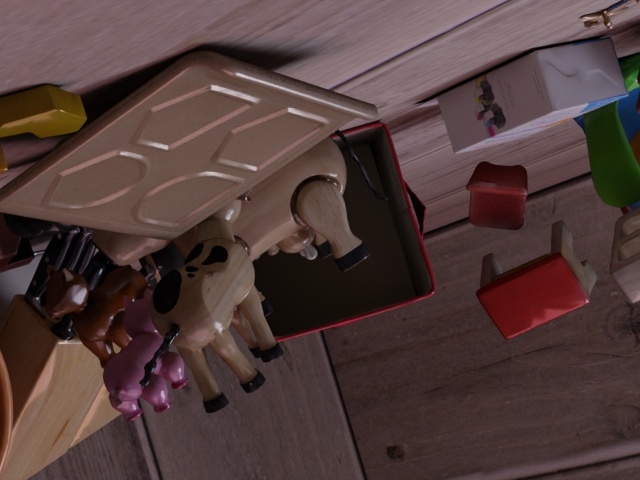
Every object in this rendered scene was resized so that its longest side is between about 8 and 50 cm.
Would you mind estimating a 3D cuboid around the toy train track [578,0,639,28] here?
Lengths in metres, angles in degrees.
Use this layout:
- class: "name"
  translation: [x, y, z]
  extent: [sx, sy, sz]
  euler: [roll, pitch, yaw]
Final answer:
- class: "toy train track"
  translation: [0.248, -0.189, 1.532]
  extent: [0.048, 0.014, 0.083]
  euler: [-15, 175, -28]

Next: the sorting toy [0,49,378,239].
- class: "sorting toy"
  translation: [-0.127, -0.073, 1.267]
  extent: [0.229, 0.041, 0.307]
  euler: [-28, 160, 26]

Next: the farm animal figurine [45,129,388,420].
- class: "farm animal figurine"
  translation: [-0.098, -0.003, 1.583]
  extent: [0.327, 0.172, 0.330]
  euler: [-35, -162, -23]

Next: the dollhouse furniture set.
- class: "dollhouse furniture set"
  translation: [0.292, -0.045, 1.782]
  extent: [0.374, 0.201, 0.152]
  euler: [-27, -162, 23]

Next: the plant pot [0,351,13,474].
- class: "plant pot"
  translation: [-0.482, 0.171, 1.826]
  extent: [0.291, 0.291, 0.203]
  euler: [-14, -168, -39]

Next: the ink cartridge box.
- class: "ink cartridge box"
  translation: [0.187, -0.131, 1.735]
  extent: [0.104, 0.061, 0.181]
  euler: [-14, 176, -37]

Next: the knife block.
- class: "knife block"
  translation: [-0.292, 0.114, 1.914]
  extent: [0.275, 0.088, 0.242]
  euler: [-34, 142, -18]

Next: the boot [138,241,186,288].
- class: "boot"
  translation: [-0.142, -0.008, 2.103]
  extent: [0.137, 0.077, 0.198]
  euler: [-22, -171, 4]

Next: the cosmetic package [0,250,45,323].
- class: "cosmetic package"
  translation: [-0.408, 0.128, 2.159]
  extent: [0.113, 0.160, 0.309]
  euler: [-13, 173, -40]

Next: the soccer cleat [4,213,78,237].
- class: "soccer cleat"
  translation: [-0.170, -0.055, 1.400]
  extent: [0.179, 0.060, 0.072]
  euler: [-24, 165, 11]

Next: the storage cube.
- class: "storage cube"
  translation: [0.000, 0.000, 1.899]
  extent: [0.215, 0.184, 0.193]
  euler: [-17, 177, -4]

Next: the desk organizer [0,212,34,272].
- class: "desk organizer"
  translation: [-0.290, 0.000, 1.686]
  extent: [0.050, 0.047, 0.130]
  euler: [-18, 177, -17]

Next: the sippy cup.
- class: "sippy cup"
  translation: [0.407, -0.095, 2.001]
  extent: [0.305, 0.224, 0.240]
  euler: [-16, 177, -14]
